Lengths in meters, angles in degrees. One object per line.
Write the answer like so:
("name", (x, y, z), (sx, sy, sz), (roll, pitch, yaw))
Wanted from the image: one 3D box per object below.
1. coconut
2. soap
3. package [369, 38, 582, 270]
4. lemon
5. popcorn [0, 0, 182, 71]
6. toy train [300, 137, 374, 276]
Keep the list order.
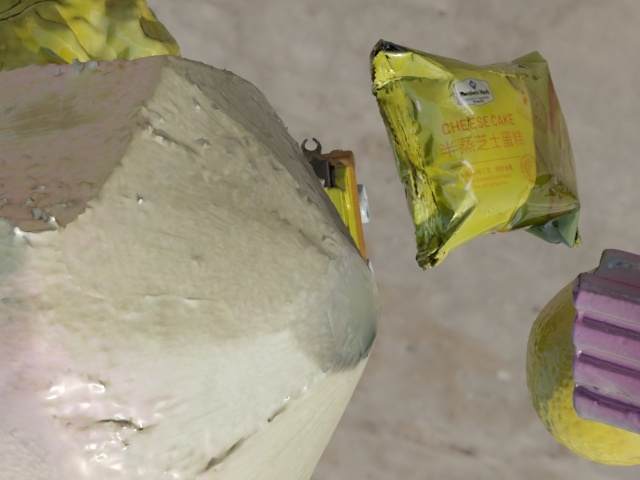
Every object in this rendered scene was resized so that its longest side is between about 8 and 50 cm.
("coconut", (-0.121, 0.045, 1.017), (0.310, 0.297, 0.297), (-9, 145, 22))
("soap", (0.275, 0.088, 1.354), (0.203, 0.065, 0.122), (17, 126, 31))
("package", (0.120, -0.068, 1.436), (0.090, 0.168, 0.226), (-16, 175, 36))
("lemon", (0.276, 0.106, 1.739), (0.178, 0.178, 0.203), (32, 127, -23))
("popcorn", (-0.190, -0.072, 1.380), (0.235, 0.181, 0.217), (52, 138, 13))
("toy train", (0.000, 0.000, 1.901), (0.089, 0.219, 0.127), (-8, 168, 7))
